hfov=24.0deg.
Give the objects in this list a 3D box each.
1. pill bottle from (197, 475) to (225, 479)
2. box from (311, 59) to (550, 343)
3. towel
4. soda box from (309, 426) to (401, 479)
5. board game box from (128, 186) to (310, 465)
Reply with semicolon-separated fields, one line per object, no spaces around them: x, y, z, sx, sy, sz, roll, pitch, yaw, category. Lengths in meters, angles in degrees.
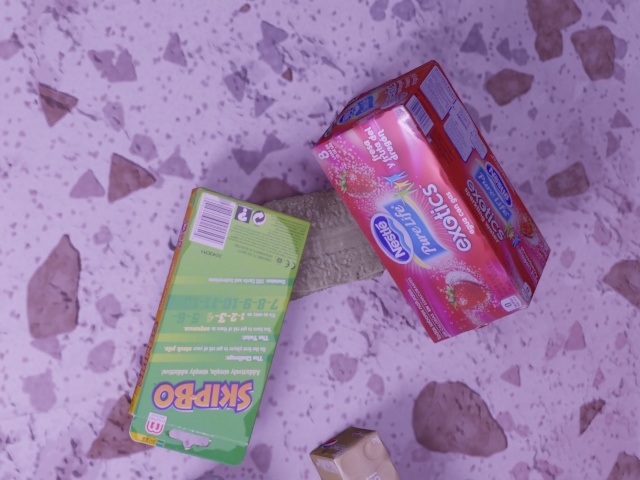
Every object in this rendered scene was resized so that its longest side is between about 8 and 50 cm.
-0.100;0.300;1.505;0.065;0.065;0.116;-31;102;-25;pill bottle
0.120;-0.040;1.576;0.256;0.123;0.128;57;32;-15;box
0.000;0.000;1.589;0.148;0.027;0.110;-16;95;-26;towel
0.061;0.290;1.594;0.061;0.058;0.181;-30;103;-25;soda box
-0.104;0.088;1.513;0.124;0.039;0.259;18;82;-18;board game box
